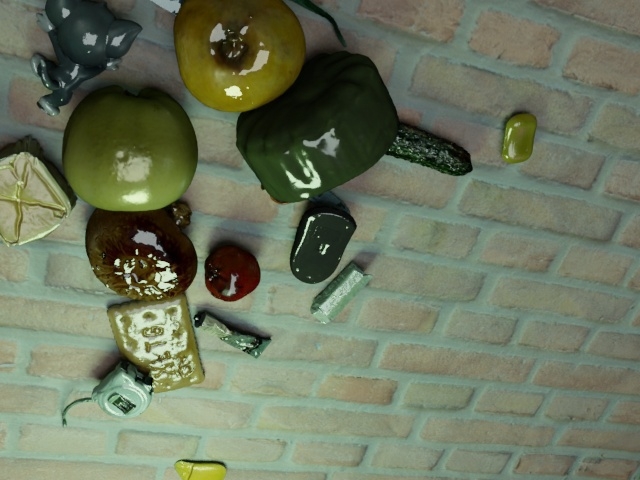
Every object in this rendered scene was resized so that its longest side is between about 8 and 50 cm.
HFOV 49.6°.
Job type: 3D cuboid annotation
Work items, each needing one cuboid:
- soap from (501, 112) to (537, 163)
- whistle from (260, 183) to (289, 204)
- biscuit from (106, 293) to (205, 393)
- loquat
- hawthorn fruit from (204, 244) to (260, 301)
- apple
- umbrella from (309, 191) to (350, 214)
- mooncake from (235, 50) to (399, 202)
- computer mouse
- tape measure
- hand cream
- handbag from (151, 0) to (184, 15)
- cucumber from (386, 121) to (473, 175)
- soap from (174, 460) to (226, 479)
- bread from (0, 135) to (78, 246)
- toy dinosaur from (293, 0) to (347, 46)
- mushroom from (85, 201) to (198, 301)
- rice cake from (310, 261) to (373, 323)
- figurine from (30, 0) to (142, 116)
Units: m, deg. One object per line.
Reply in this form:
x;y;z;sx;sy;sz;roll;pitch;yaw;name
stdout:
0.526;-0.270;1.835;0.088;0.045;0.140;-5;122;-9;soap
-0.102;-0.121;1.756;0.109;0.046;0.057;29;95;-34;whistle
-0.446;0.294;1.909;0.217;0.044;0.325;-11;122;-10;biscuit
-0.172;-0.395;1.435;0.274;0.275;0.275;-7;122;-11;loquat
-0.221;0.086;1.801;0.172;0.148;0.148;5;123;-49;hawthorn fruit
-0.409;-0.198;1.501;0.291;0.292;0.254;1;115;-16;apple
-0.015;-0.127;1.764;0.053;0.052;0.250;-22;131;36;umbrella
-0.012;-0.257;1.513;0.356;0.356;0.194;-34;120;6;mooncake
0.000;0.000;1.815;0.137;0.086;0.270;13;133;-12;computer mouse
-0.598;0.470;1.920;0.164;0.084;0.330;40;109;-19;tape measure
-0.252;0.260;1.945;0.248;0.052;0.075;29;132;-34;hand cream
-0.345;-0.573;1.415;0.221;0.057;0.144;27;105;-27;handbag
0.251;-0.233;1.753;0.359;0.096;0.096;16;115;-22;cucumber
-0.382;0.737;2.195;0.168;0.033;0.089;9;115;-19;soap
-0.675;-0.107;1.566;0.192;0.110;0.210;-32;124;-3;bread
-0.070;-0.544;1.494;0.383;0.129;0.076;11;128;-50;toy dinosaur
-0.426;0.022;1.679;0.278;0.163;0.297;-35;121;8;mushroom
0.055;0.146;1.944;0.069;0.063;0.206;34;105;-23;rice cake
-0.520;-0.391;1.428;0.193;0.140;0.265;39;90;-13;figurine
